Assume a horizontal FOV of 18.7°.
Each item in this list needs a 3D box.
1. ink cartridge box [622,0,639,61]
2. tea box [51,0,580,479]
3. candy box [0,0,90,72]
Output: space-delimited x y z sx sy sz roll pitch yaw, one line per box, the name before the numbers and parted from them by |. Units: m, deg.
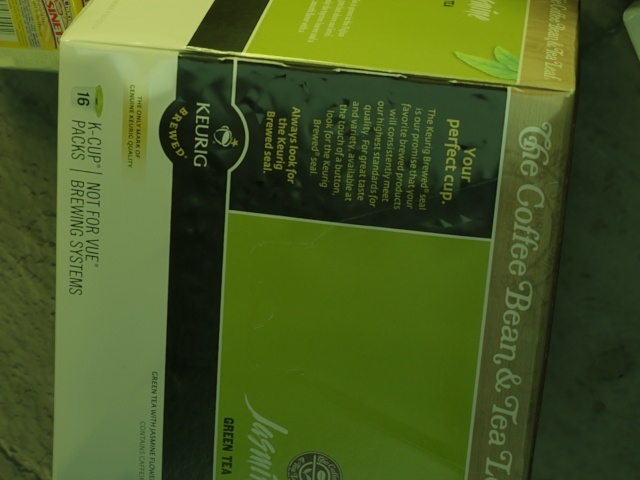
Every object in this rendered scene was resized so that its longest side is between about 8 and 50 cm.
ink cartridge box | 0.359 -0.065 1.278 0.239 0.060 0.275 -11 113 38
tea box | 0.000 0.000 1.313 0.323 0.220 0.329 8 114 6
candy box | -0.209 -0.215 1.331 0.105 0.027 0.206 7 118 36
